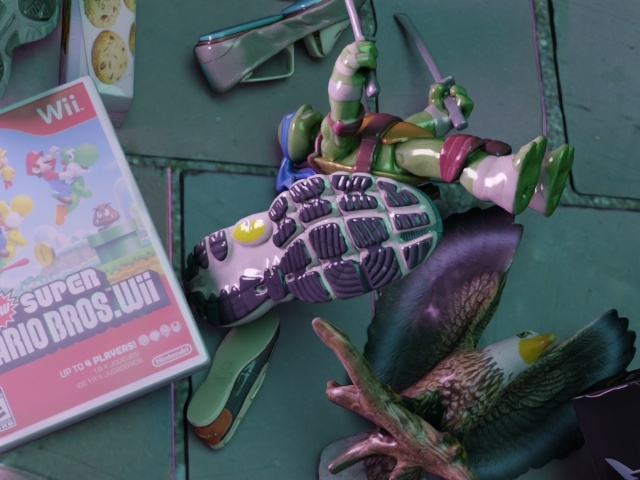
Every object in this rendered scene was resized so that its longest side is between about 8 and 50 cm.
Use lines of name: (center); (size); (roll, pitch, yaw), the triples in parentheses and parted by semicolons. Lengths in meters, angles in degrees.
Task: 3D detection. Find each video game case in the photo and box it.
video game case: (-0.241, 0.018, 1.475); (0.204, 0.025, 0.285); (-22, 75, -7)

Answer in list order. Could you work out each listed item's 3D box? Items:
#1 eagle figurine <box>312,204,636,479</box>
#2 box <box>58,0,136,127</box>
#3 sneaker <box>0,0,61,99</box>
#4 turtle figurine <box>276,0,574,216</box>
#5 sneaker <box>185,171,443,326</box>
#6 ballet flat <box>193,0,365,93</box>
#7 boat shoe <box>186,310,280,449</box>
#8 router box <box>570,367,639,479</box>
eagle figurine: (0.135, 0.120, 1.523); (0.298, 0.225, 0.226); (-38, 126, -57)
box: (-0.210, -0.264, 1.629); (0.067, 0.063, 0.324); (7, 65, -15)
sneaker: (-0.320, -0.201, 1.552); (0.115, 0.090, 0.232); (1, 38, 23)
turtle figurine: (0.101, -0.132, 1.565); (0.266, 0.198, 0.274); (21, 65, 24)
sneaker: (0.000, 0.000, 1.466); (0.110, 0.275, 0.107); (-15, 90, -46)
ballet flat: (-0.027, -0.200, 1.668); (0.213, 0.072, 0.068); (-26, 104, -26)
boat shoe: (-0.071, 0.122, 1.510); (0.137, 0.049, 0.043); (-59, 135, -32)
router box: (0.379, 0.237, 1.435); (0.081, 0.243, 0.308); (-18, 88, -57)
